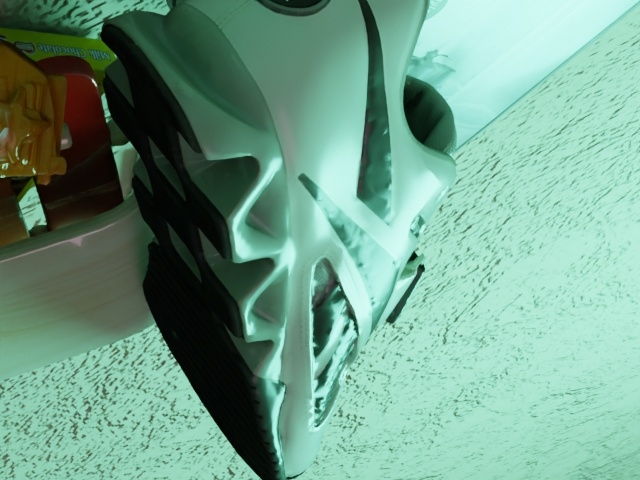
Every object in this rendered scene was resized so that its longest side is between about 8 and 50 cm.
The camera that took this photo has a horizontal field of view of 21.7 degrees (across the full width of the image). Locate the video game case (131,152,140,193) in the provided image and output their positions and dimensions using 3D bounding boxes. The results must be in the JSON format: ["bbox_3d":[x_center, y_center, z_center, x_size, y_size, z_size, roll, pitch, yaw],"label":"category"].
[{"bbox_3d":[-0.071,-0.025,0.986,0.087,0.011,0.122,-15,154,-19],"label":"video game case"}]

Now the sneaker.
[{"bbox_3d":[0.000,0.000,0.748,0.146,0.122,0.330,-30,153,-19],"label":"sneaker"}]

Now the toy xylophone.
[{"bbox_3d":[-0.199,0.004,0.780,0.322,0.081,0.236,-14,152,-16],"label":"toy xylophone"}]

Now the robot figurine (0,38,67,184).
[{"bbox_3d":[-0.218,-0.094,0.561,0.291,0.085,0.211,0,108,-35],"label":"robot figurine"}]

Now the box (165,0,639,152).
[{"bbox_3d":[0.086,-0.155,0.779,0.290,0.087,0.169,-39,152,28],"label":"box"}]

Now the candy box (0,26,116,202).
[{"bbox_3d":[-0.195,-0.034,0.838,0.105,0.027,0.206,4,143,-40],"label":"candy box"}]
